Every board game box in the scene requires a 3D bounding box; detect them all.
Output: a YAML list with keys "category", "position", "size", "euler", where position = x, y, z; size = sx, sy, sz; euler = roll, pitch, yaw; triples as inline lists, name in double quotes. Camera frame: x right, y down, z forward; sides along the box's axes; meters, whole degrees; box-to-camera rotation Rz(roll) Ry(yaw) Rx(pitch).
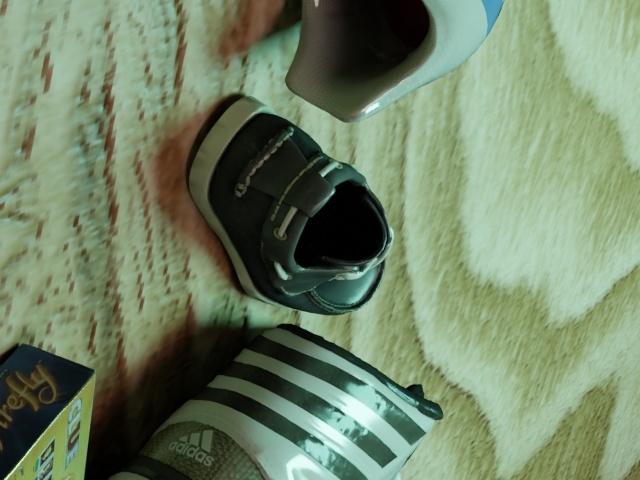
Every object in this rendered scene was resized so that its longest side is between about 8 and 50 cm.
- category: "board game box"
  position: [-0.170, 0.191, 0.868]
  size: [0.165, 0.042, 0.243]
  euler: [-53, 158, -54]

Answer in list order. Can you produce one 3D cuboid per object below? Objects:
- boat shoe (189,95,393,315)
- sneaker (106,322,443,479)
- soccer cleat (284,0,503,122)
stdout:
- category: "boat shoe"
  position: [0.000, 0.000, 1.015]
  size: [0.084, 0.079, 0.233]
  euler: [-60, 158, -9]
- category: "sneaker"
  position: [-0.007, 0.226, 1.129]
  size: [0.257, 0.169, 0.447]
  euler: [-45, 149, -30]
- category: "soccer cleat"
  position: [0.047, -0.194, 0.848]
  size: [0.143, 0.116, 0.331]
  euler: [-43, 151, -38]
